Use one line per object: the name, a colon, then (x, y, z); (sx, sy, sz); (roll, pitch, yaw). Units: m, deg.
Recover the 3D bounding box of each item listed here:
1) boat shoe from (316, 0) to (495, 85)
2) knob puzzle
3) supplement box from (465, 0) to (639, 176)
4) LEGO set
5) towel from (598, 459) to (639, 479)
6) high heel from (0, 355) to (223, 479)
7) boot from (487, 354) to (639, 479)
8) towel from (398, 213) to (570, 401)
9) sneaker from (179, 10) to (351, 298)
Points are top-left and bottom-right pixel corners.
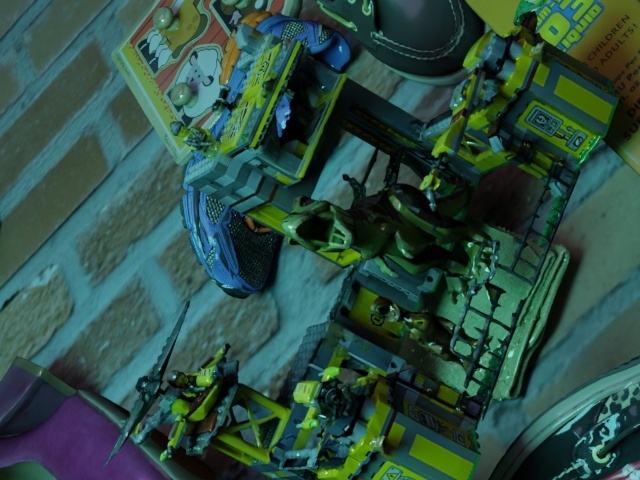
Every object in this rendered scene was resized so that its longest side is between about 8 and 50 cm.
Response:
boat shoe: (0.038, -0.178, 1.324); (0.081, 0.068, 0.228); (-56, 41, 7)
knob puzzle: (-0.085, -0.179, 1.482); (0.213, 0.030, 0.213); (-24, 52, 35)
supplement box: (0.179, -0.107, 1.134); (0.078, 0.080, 0.233); (-49, 40, 11)
LEGO set: (0.000, 0.000, 1.060); (0.331, 0.192, 0.255); (-65, 16, -10)
towel: (0.256, 0.156, 0.851); (0.275, 0.031, 0.199); (-29, 81, 21)
high heel: (-0.184, 0.195, 1.284); (0.181, 0.127, 0.377); (-58, 21, -10)
boot: (0.196, 0.147, 0.967); (0.236, 0.085, 0.179); (-40, 47, 22)
towel: (0.088, 0.037, 1.184); (0.148, 0.027, 0.110); (22, 85, 49)
sneaker: (-0.036, -0.066, 1.333); (0.087, 0.083, 0.221); (-1, 71, 37)
